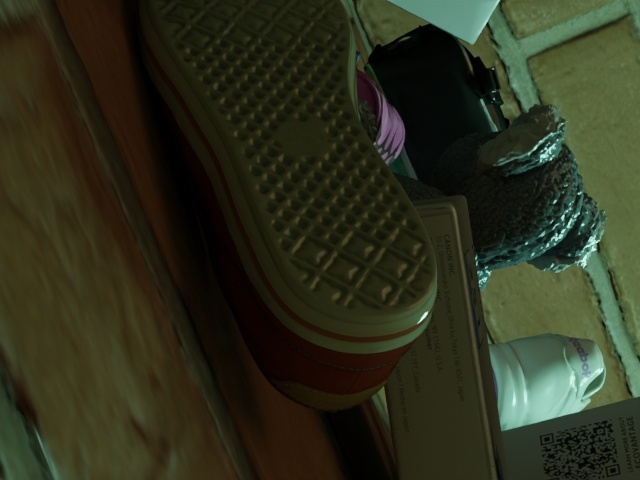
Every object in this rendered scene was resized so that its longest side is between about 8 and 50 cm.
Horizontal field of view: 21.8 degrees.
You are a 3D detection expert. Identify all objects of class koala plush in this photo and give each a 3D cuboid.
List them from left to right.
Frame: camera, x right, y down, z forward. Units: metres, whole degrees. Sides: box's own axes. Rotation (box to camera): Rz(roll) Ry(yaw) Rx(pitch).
[{"bbox_3d":[0.113,-0.016,1.328,0.196,0.221,0.203,62,10,-46],"label":"koala plush"}]

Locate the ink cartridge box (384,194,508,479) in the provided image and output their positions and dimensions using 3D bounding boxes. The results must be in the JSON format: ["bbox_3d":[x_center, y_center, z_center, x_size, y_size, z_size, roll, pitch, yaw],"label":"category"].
[{"bbox_3d":[0.087,0.118,1.113,0.261,0.066,0.296,-27,109,-82],"label":"ink cartridge box"}]

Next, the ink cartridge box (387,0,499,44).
[{"bbox_3d":[0.009,-0.305,1.605,0.332,0.065,0.165,27,17,-14],"label":"ink cartridge box"}]

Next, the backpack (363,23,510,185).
[{"bbox_3d":[0.112,-0.106,1.724,0.253,0.191,0.225,-66,134,-76],"label":"backpack"}]

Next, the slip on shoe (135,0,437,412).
[{"bbox_3d":[-0.029,-0.048,0.879,0.101,0.123,0.331,107,-28,-43],"label":"slip on shoe"}]

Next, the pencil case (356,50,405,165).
[{"bbox_3d":[0.022,-0.111,1.499,0.098,0.095,0.209,28,0,8],"label":"pencil case"}]

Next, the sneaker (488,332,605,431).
[{"bbox_3d":[0.217,0.174,1.730,0.305,0.152,0.114,99,-24,-72],"label":"sneaker"}]

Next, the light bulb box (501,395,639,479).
[{"bbox_3d":[0.322,0.298,1.222,0.358,0.361,0.225,-90,159,-48],"label":"light bulb box"}]
